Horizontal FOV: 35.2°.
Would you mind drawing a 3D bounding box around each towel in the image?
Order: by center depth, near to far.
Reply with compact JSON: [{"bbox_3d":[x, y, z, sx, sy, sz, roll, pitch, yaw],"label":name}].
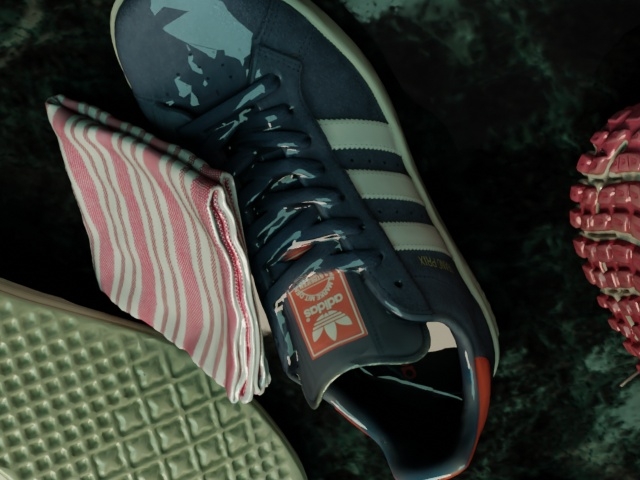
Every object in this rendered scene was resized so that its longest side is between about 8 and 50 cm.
[{"bbox_3d":[-0.103,0.000,0.601,0.197,0.029,0.144,27,135,44],"label":"towel"}]

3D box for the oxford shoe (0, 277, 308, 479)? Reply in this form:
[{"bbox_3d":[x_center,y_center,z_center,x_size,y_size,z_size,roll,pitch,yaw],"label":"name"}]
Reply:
[{"bbox_3d":[-0.200,0.117,0.714,0.449,0.169,0.130,30,164,-20],"label":"oxford shoe"}]

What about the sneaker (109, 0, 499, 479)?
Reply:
[{"bbox_3d":[0.000,0.000,0.580,0.131,0.148,0.350,-29,114,25],"label":"sneaker"}]

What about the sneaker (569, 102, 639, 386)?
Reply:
[{"bbox_3d":[0.240,0.044,0.604,0.112,0.121,0.299,-30,117,-7],"label":"sneaker"}]
